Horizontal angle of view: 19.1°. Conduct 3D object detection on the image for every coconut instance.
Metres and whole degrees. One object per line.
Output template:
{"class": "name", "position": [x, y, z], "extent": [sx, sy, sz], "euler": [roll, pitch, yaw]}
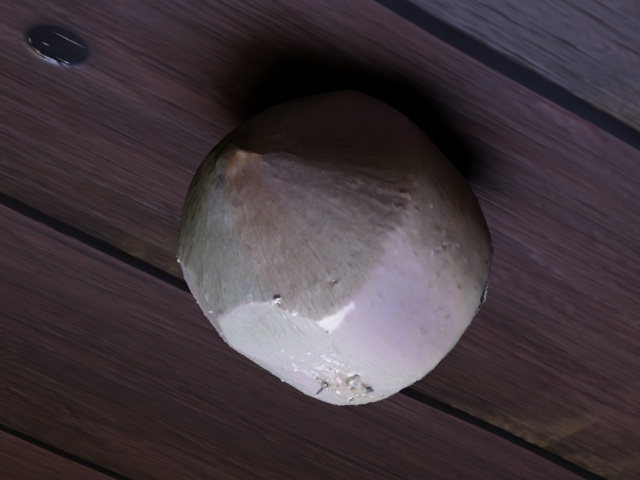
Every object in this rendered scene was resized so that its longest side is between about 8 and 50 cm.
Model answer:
{"class": "coconut", "position": [0.000, 0.000, 1.376], "extent": [0.224, 0.224, 0.234], "euler": [-7, 157, 34]}
